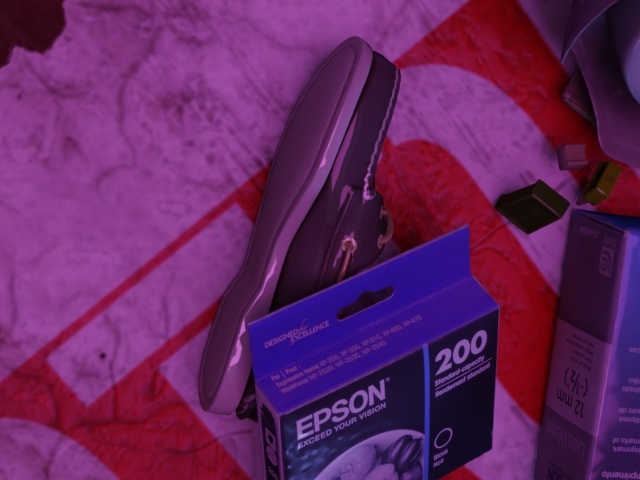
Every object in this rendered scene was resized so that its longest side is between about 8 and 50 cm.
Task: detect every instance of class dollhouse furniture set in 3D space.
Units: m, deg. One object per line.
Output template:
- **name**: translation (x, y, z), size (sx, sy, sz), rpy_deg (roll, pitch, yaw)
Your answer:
- **dollhouse furniture set**: translation (0.205, -0.077, 1.217), size (0.076, 0.058, 0.152), rpy_deg (36, 68, -12)

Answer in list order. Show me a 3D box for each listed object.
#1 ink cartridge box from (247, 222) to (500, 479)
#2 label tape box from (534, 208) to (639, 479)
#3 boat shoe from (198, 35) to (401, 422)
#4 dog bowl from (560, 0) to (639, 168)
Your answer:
- **ink cartridge box**: translation (0.045, 0.115, 1.130), size (0.206, 0.045, 0.208), rpy_deg (-24, 129, -27)
- **label tape box**: translation (0.314, 0.161, 1.242), size (0.249, 0.115, 0.348), rpy_deg (5, 100, -16)
- **boat shoe**: translation (-0.001, -0.001, 1.135), size (0.091, 0.109, 0.305), rpy_deg (18, 100, -17)
- **dog bowl**: translation (0.342, -0.163, 1.083), size (0.348, 0.349, 0.102), rpy_deg (9, 64, -16)
